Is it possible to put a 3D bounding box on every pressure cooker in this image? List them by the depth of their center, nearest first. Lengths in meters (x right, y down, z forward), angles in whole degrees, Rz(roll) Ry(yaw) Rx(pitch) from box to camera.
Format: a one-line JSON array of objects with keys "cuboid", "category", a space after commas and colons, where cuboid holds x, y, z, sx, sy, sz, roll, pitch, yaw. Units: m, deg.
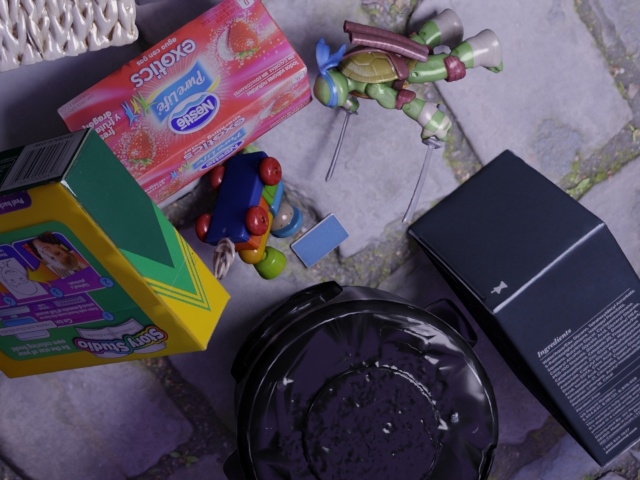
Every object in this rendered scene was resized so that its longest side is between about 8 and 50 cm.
[{"cuboid": [0.047, 0.253, 1.939, 0.370, 0.420, 0.375, 7, 92, -4], "category": "pressure cooker"}]

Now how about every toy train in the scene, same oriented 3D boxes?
[{"cuboid": [-0.100, 0.010, 1.858, 0.105, 0.248, 0.143, -8, 142, 29], "category": "toy train"}]

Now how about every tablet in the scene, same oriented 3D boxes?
[{"cuboid": [0.000, 0.000, 2.015, 0.083, 0.006, 0.054, -38, 124, 0], "category": "tablet"}]

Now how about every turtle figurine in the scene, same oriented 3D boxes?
[{"cuboid": [0.118, -0.196, 1.851, 0.266, 0.198, 0.275, -29, 98, -21], "category": "turtle figurine"}]

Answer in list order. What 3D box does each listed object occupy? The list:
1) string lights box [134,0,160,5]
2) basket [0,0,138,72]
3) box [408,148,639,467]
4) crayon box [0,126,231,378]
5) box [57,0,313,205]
[{"cuboid": [-0.148, -0.414, 1.602, 0.077, 0.133, 0.260, 43, 65, -32], "category": "string lights box"}, {"cuboid": [-0.388, -0.382, 1.475, 0.266, 0.328, 0.331, -16, 120, -19], "category": "basket"}, {"cuboid": [0.365, 0.103, 2.047, 0.212, 0.293, 0.395, -39, 124, 0], "category": "box"}, {"cuboid": [-0.353, 0.030, 1.706, 0.363, 0.106, 0.313, -10, 132, 33], "category": "crayon box"}, {"cuboid": [-0.172, -0.178, 1.738, 0.300, 0.154, 0.142, -34, 79, -4], "category": "box"}]
